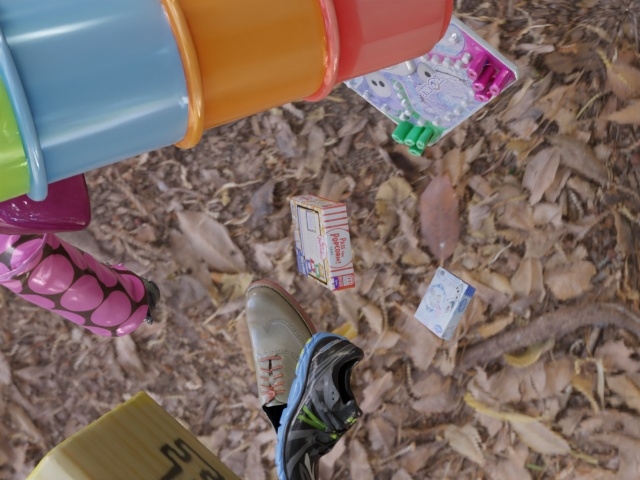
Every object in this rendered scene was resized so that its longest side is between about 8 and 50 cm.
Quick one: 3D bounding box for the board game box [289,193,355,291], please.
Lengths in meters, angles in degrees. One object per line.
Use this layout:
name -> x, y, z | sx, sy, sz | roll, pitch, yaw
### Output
board game box -> 0.000, 0.000, 1.537 | 0.045, 0.193, 0.146 | -10, 102, -17

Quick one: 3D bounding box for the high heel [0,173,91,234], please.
high heel -> -0.262, -0.153, 0.779 | 0.181, 0.377, 0.127 | 18, 139, -15

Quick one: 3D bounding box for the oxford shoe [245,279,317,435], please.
oxford shoe -> -0.067, 0.245, 1.629 | 0.123, 0.130, 0.348 | -13, 106, 26

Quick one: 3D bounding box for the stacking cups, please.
stacking cups -> -0.096, -0.070, 0.334 | 0.096, 0.316, 0.096 | 46, 149, 39

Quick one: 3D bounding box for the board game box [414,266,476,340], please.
board game box -> 0.189, 0.095, 1.325 | 0.020, 0.090, 0.090 | 24, 97, -26

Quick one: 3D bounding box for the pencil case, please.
pencil case -> -0.284, 0.036, 0.979 | 0.095, 0.209, 0.098 | -10, 63, 18

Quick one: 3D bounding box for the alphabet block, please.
alphabet block -> -0.158, 0.270, 0.696 | 0.197, 0.193, 0.192 | 40, 97, 4

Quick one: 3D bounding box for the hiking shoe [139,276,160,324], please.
hiking shoe -> -0.420, 0.111, 1.629 | 0.227, 0.114, 0.086 | 3, 117, -4

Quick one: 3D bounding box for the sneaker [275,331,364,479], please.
sneaker -> 0.003, 0.193, 0.926 | 0.078, 0.067, 0.188 | 10, 77, 20

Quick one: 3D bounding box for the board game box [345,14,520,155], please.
board game box -> 0.094, -0.319, 1.468 | 0.390, 0.390, 0.050 | 37, 73, -5
